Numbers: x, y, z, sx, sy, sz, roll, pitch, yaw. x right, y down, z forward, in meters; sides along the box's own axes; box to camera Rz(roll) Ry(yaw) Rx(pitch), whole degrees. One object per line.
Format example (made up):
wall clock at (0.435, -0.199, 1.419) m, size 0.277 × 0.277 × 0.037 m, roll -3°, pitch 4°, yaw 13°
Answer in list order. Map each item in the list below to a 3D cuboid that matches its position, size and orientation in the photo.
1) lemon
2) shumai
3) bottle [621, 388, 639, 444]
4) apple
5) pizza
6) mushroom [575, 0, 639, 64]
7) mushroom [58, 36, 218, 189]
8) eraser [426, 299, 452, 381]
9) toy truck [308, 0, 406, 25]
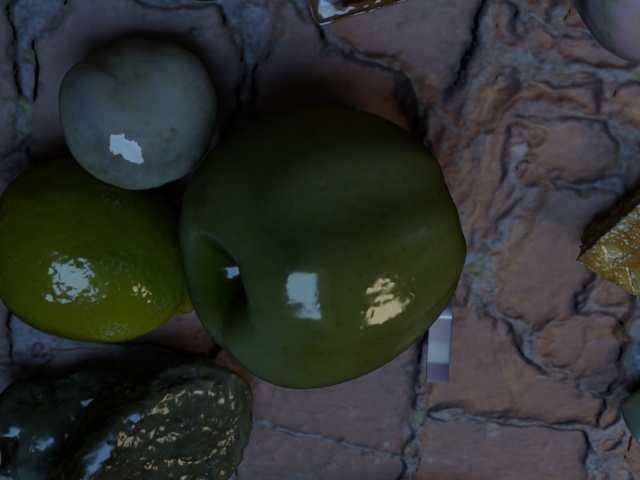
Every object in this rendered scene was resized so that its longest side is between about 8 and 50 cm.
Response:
lemon at (-0.222, 0.011, 1.795) m, size 0.248 × 0.184 × 0.184 m, roll 15°, pitch 129°, yaw -21°
shumai at (-0.220, 0.196, 1.990) m, size 0.272 × 0.203 × 0.222 m, roll -20°, pitch 135°, yaw -24°
bottle at (0.416, 0.147, 1.915) m, size 0.072 × 0.072 × 0.201 m, roll 37°, pitch 122°, yaw -22°
apple at (0.000, 0.000, 1.711) m, size 0.279 × 0.279 × 0.279 m, roll 2°, pitch 128°, yaw 3°
pizza at (0.325, -0.002, 1.821) m, size 0.134 × 0.046 × 0.175 m, roll 3°, pitch 128°, yaw 2°
mushroom at (0.292, -0.206, 1.590) m, size 0.236 × 0.162 × 0.173 m, roll 0°, pitch 127°, yaw 7°
mushroom at (-0.174, -0.122, 1.725) m, size 0.154 × 0.122 × 0.154 m, roll 0°, pitch 88°, yaw -11°
eraser at (0.125, 0.094, 1.902) m, size 0.026 × 0.065 × 0.105 m, roll 2°, pitch 127°, yaw 2°
toy truck at (0.011, -0.391, 1.444) m, size 0.173 × 0.207 × 0.387 m, roll -16°, pitch 120°, yaw 4°
